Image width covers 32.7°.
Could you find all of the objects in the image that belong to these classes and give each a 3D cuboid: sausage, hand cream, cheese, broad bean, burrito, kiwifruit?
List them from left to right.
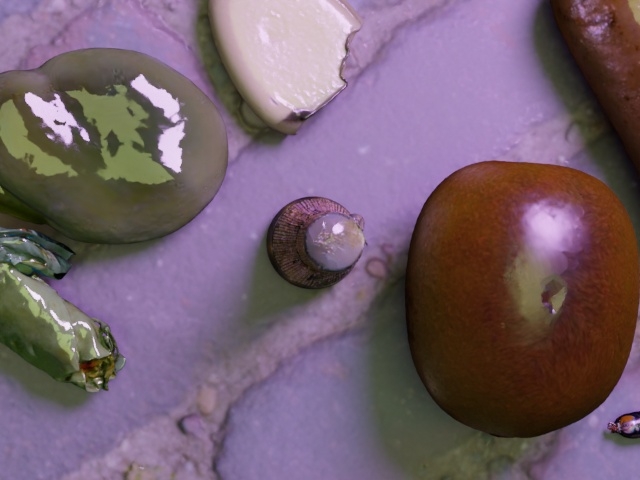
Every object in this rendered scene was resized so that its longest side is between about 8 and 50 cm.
[{"bbox_3d":[-0.280,0.022,0.924,0.288,0.054,0.104,37,108,-5],"label":"burrito"},{"bbox_3d":[-0.192,-0.077,0.925,0.228,0.100,0.169,-10,97,-7],"label":"broad bean"},{"bbox_3d":[-0.064,-0.222,0.959,0.127,0.050,0.255,-38,93,-5],"label":"cheese"},{"bbox_3d":[0.000,0.000,0.887,0.084,0.203,0.084,0,89,-4],"label":"hand cream"},{"bbox_3d":[0.166,0.051,0.912,0.196,0.196,0.234,8,95,-5],"label":"kiwifruit"},{"bbox_3d":[0.361,0.158,1.010,0.198,0.025,0.028,-8,84,-6],"label":"sausage"},{"bbox_3d":[0.344,-0.047,0.958,0.136,0.123,0.500,-23,92,-23],"label":"sausage"}]
